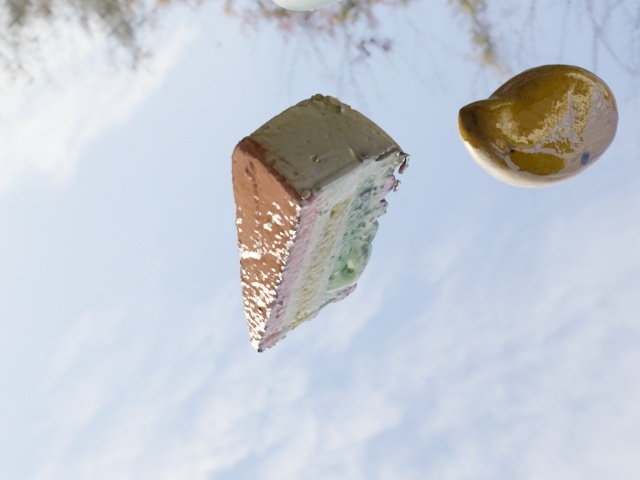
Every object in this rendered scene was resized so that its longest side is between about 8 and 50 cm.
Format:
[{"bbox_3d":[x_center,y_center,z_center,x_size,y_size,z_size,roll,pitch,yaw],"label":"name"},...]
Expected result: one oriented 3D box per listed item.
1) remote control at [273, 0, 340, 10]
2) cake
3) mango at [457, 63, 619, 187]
[{"bbox_3d":[0.071,-0.138,0.600,0.097,0.045,0.256,-26,-167,-36],"label":"remote control"},{"bbox_3d":[-0.014,-0.014,1.065,0.109,0.090,0.225,-32,156,-28],"label":"cake"},{"bbox_3d":[0.279,-0.146,1.781,0.262,0.157,0.109,-15,175,-30],"label":"mango"}]
